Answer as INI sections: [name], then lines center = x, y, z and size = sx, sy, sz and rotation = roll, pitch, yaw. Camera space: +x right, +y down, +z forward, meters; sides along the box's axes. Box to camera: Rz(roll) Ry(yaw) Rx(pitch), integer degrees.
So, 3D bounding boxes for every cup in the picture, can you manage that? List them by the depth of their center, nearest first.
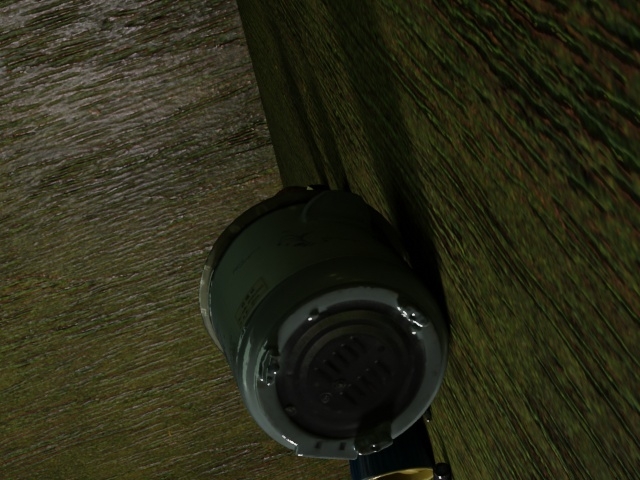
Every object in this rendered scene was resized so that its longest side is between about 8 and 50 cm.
[cup]
center = 0.109, 0.311, 1.787
size = 0.176, 0.131, 0.155
rotation = 31, -139, -58

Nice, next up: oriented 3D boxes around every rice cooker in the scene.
[rice cooker]
center = 0.001, 0.092, 1.323
size = 0.316, 0.264, 0.317
rotation = -175, 90, -72

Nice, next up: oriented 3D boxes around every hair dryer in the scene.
[hair dryer]
center = 0.180, 0.353, 1.564
size = 0.047, 0.026, 0.083
rotation = 77, 171, -49

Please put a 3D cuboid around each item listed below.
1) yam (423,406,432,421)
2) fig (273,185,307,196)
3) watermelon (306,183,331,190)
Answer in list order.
[yam]
center = 0.140, 0.206, 1.582
size = 0.014, 0.014, 0.107
rotation = -124, 19, -76
[fig]
center = -0.010, 0.006, 2.112
size = 0.257, 0.159, 0.159
rotation = 46, 159, 36
[watermelon]
center = 0.020, -0.006, 1.871
size = 0.145, 0.137, 0.193
rotation = -25, -80, -59
